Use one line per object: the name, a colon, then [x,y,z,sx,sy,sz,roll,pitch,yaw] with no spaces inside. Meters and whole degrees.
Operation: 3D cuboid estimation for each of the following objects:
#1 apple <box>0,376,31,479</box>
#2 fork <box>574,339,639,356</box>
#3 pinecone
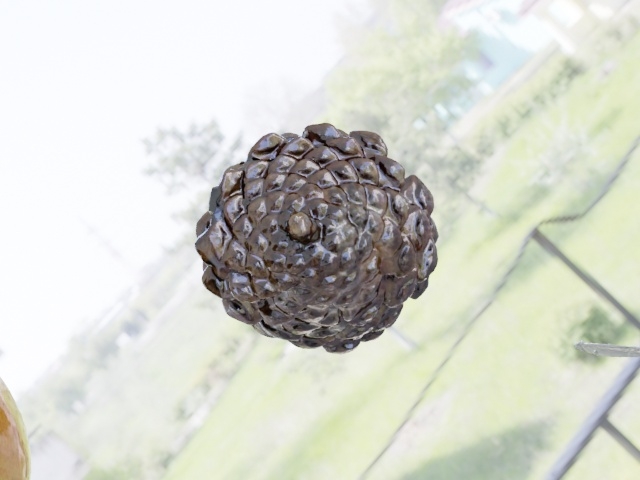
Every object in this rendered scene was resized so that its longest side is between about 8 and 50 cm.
apple: [-0.463,0.213,1.330,0.299,0.275,0.299,-14,13,3]
fork: [0.162,0.051,0.572,0.115,0.016,0.012,-3,45,44]
pinecone: [-0.001,-0.003,1.603,0.298,0.242,0.296,-19,-33,2]
